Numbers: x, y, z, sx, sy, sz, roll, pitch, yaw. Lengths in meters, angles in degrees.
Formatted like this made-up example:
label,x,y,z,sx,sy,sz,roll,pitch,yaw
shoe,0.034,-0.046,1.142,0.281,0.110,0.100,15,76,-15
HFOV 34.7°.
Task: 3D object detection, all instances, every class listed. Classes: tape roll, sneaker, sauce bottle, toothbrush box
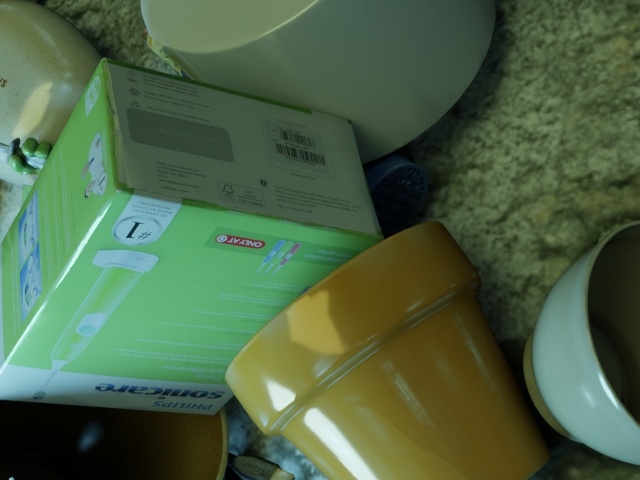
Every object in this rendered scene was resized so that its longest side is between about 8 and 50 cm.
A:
label,x,y,z,sx,sy,sz,roll,pitch,yaw
tape roll,0.000,-0.202,0.839,0.246,0.169,0.246,-18,53,26
sneaker,0.000,0.000,0.901,0.232,0.081,0.090,-50,43,17
sauce bottle,-0.134,-0.187,1.048,0.128,0.042,0.042,41,105,35
toothbrush box,-0.119,0.016,0.790,0.283,0.206,0.122,-50,42,41

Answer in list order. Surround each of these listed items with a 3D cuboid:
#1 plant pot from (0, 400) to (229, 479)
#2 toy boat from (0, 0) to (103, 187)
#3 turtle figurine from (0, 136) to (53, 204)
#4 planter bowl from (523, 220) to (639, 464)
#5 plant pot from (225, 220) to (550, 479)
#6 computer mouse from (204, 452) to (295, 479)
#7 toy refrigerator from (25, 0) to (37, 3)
label,x,y,z,sx,sy,sz,roll,pitch,yaw
plant pot,-0.245,0.214,0.944,0.254,0.237,0.237,-47,55,45
toy boat,-0.368,-0.113,1.155,0.267,0.148,0.318,40,97,29
turtle figurine,-0.255,-0.024,0.963,0.266,0.198,0.274,-22,105,5
planter bowl,0.208,0.081,0.695,0.109,0.162,0.162,-39,57,54
plant pot,0.065,0.120,0.765,0.205,0.205,0.188,-42,76,22
computer mouse,-0.027,0.290,0.870,0.262,0.060,0.184,17,95,48
toy refrigerator,-0.453,-0.245,1.260,0.269,0.094,0.102,-50,50,16
